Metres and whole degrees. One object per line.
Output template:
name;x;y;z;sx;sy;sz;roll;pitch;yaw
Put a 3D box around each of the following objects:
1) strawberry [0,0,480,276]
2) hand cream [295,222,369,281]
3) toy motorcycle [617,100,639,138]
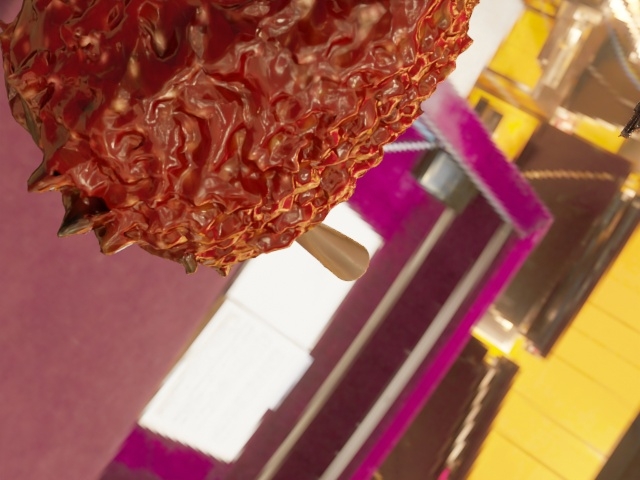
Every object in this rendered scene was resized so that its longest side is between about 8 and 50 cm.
strawberry;-0.057;-0.147;0.900;0.343;0.292;0.292;-43;149;5
hand cream;0.000;0.000;1.584;0.186;0.087;0.054;35;80;-46
toy motorcycle;0.401;-0.176;1.261;0.213;0.358;0.125;25;135;-19
